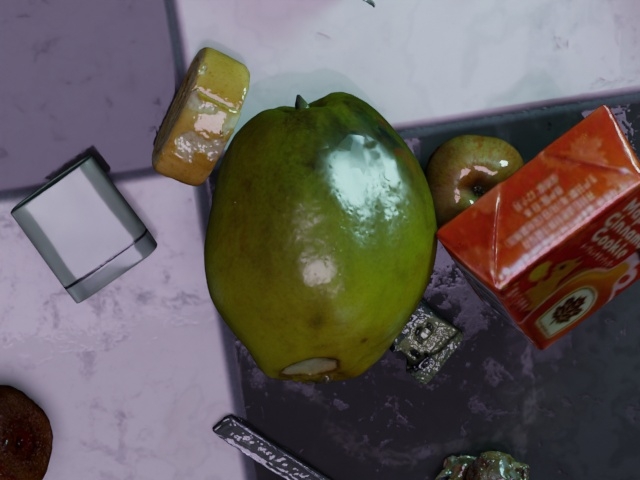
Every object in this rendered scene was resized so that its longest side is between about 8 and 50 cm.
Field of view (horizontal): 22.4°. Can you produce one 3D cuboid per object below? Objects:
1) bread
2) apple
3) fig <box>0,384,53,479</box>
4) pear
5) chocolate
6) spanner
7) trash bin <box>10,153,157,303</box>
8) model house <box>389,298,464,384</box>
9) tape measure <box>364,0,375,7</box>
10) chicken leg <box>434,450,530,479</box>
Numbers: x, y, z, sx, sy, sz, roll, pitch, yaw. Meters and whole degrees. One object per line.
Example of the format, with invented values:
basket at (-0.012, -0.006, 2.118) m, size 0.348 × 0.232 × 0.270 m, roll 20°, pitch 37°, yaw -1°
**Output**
bread at (-0.128, -0.133, 1.788) m, size 0.073 × 0.122 × 0.149 m, roll 24°, pitch 101°, yaw -13°
apple at (0.178, -0.058, 1.842) m, size 0.126 × 0.102 × 0.126 m, roll -1°, pitch 104°, yaw -4°
fig at (-0.404, 0.255, 1.877) m, size 0.134 × 0.146 × 0.201 m, roll 50°, pitch 134°, yaw -10°
pear at (0.000, 0.000, 1.768) m, size 0.269 × 0.269 × 0.321 m, roll -5°, pitch 96°, yaw -4°
chocolate at (0.274, -0.004, 1.798) m, size 0.234 × 0.108 × 0.237 m, roll -37°, pitch 148°, yaw 2°
spanner at (0.008, 0.306, 1.955) m, size 0.325 × 0.026 × 0.093 m, roll 34°, pitch 99°, yaw -10°
trash bin at (-0.268, -0.013, 1.837) m, size 0.116 × 0.059 × 0.130 m, roll -34°, pitch 103°, yaw 2°
model house at (0.112, 0.113, 1.895) m, size 0.083 × 0.066 × 0.079 m, roll 39°, pitch 96°, yaw -11°
tape measure at (0.024, -0.380, 1.753) m, size 0.178 × 0.105 × 0.196 m, roll 25°, pitch 101°, yaw -10°
chicken leg at (0.202, 0.342, 1.959) m, size 0.125 × 0.080 × 0.196 m, roll -2°, pitch 111°, yaw 6°
